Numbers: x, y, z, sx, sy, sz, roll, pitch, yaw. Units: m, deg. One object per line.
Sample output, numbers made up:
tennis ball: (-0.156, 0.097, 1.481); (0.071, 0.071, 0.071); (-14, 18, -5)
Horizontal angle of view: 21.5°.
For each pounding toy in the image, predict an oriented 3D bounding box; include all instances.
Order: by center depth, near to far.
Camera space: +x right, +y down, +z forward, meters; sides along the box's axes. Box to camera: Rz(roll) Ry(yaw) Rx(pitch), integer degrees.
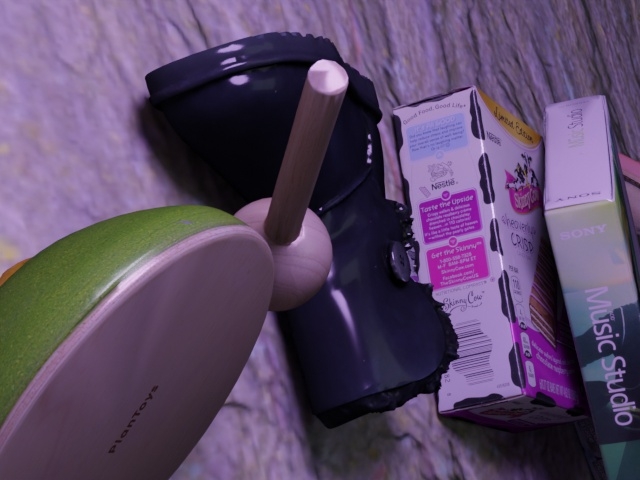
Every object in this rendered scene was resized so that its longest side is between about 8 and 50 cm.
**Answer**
pounding toy: (-0.101, 0.024, 0.701); (0.237, 0.110, 0.183); (-47, 160, -23)

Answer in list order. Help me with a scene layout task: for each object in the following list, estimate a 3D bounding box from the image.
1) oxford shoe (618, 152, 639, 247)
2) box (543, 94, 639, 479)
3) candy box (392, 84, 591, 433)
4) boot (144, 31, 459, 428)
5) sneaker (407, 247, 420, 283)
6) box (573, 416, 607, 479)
oxford shoe: (0.344, 0.083, 1.469); (0.397, 0.146, 0.140); (49, 5, 23)
box: (0.234, 0.072, 1.321); (0.232, 0.058, 0.322); (-73, 148, -65)
candy box: (0.131, 0.019, 1.266); (0.159, 0.071, 0.233); (22, 56, -62)
boot: (0.000, 0.000, 0.964); (0.246, 0.094, 0.207); (12, 61, -70)
sneaker: (0.058, 0.027, 1.143); (0.098, 0.038, 0.069); (46, 38, -48)
box: (0.261, 0.158, 1.520); (0.094, 0.027, 0.137); (67, 25, -14)
